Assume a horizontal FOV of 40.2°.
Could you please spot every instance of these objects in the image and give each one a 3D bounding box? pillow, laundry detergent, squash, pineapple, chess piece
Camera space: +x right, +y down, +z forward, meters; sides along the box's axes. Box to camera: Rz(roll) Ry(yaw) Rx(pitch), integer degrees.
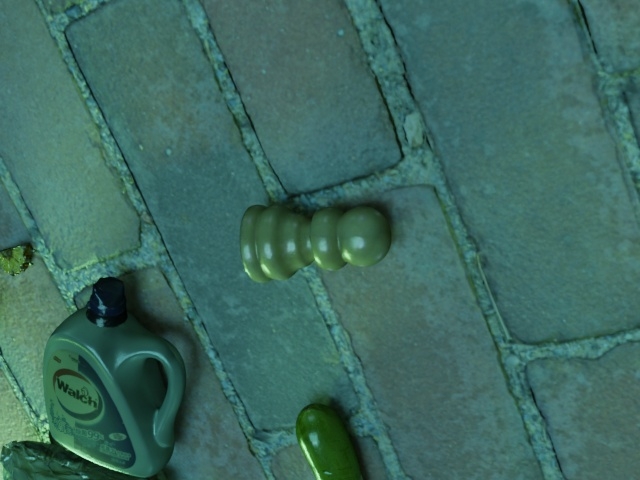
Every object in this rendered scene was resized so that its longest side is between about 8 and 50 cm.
[{"bbox_3d":[-0.377,0.462,1.386,0.310,0.138,0.283,13,110,17],"label":"pillow"},{"bbox_3d":[-0.286,0.183,1.228,0.215,0.105,0.280,21,119,16],"label":"laundry detergent"},{"bbox_3d":[0.020,0.305,1.162,0.066,0.066,0.201,-11,109,29],"label":"squash"},{"bbox_3d":[-0.449,0.030,1.283,0.083,0.019,0.045,-16,100,31],"label":"pineapple"},{"bbox_3d":[0.000,0.000,1.023,0.170,0.094,0.094,-3,112,18],"label":"chess piece"}]
